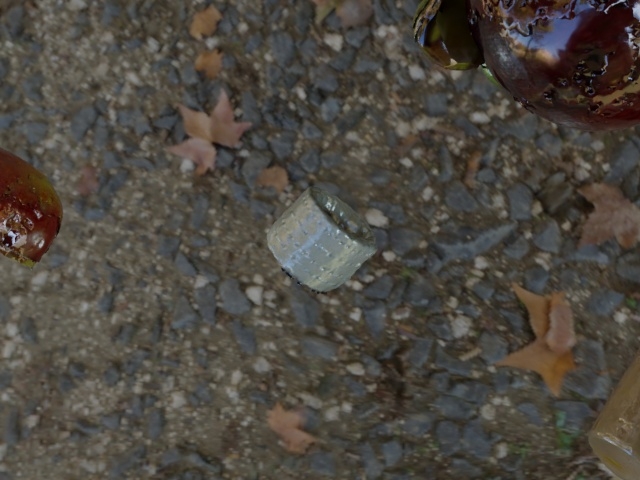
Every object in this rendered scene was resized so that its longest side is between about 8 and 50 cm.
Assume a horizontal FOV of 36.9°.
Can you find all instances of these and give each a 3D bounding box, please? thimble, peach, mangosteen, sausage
[{"bbox_3d":[0.000,0.000,1.160,0.090,0.115,0.102,-46,20,18],"label":"thimble"},{"bbox_3d":[-0.186,-0.026,0.551,0.050,0.083,0.077,-54,22,5],"label":"peach"},{"bbox_3d":[0.156,-0.148,0.601,0.180,0.166,0.166,11,82,49],"label":"mangosteen"},{"bbox_3d":[0.297,0.042,0.707,0.065,0.066,0.301,33,76,27],"label":"sausage"}]
